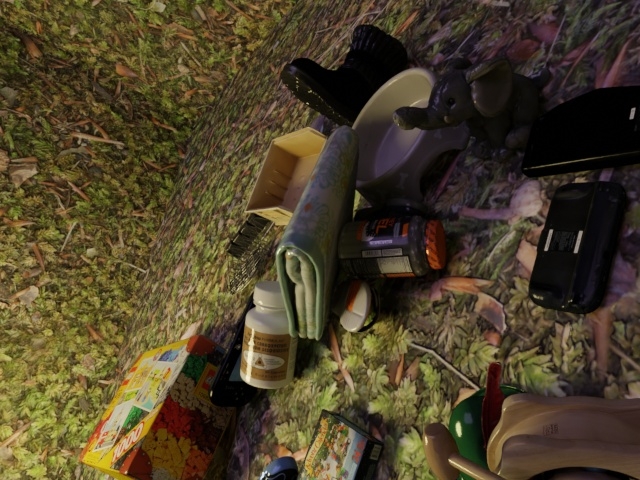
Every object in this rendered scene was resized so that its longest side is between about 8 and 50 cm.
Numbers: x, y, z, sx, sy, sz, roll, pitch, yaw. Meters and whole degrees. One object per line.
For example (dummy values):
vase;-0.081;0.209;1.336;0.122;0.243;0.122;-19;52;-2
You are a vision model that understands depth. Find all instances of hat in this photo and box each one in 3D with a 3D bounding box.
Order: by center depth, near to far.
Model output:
hat;0.190;0.253;0.661;0.173;0.183;0.209;18;83;61

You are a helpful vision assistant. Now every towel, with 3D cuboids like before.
towel;0.000;0.000;1.032;0.375;0.090;0.321;92;-167;-54

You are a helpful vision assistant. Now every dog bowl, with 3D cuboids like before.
dog bowl;0.185;-0.241;1.143;0.348;0.102;0.349;-39;37;38

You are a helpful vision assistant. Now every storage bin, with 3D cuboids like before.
storage bin;-0.089;-0.189;1.521;0.260;0.123;0.262;1;68;59

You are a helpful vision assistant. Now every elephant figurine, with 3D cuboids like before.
elephant figurine;0.271;-0.255;0.870;0.169;0.239;0.186;-25;47;49

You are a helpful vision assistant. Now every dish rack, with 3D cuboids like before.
dish rack;-0.240;0.049;1.636;0.208;0.074;0.272;-50;34;26

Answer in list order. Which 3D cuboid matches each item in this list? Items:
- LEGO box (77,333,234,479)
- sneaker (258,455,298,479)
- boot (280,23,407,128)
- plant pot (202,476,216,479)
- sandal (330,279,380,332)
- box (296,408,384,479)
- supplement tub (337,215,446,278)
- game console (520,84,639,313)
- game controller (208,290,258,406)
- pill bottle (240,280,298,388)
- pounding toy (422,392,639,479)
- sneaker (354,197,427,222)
LEGO box;-0.462;0.509;1.431;0.500;0.193;0.373;-25;34;48
sneaker;-0.101;0.558;1.009;0.232;0.081;0.090;-64;31;14
boot;0.067;-0.447;1.260;0.131;0.348;0.260;26;94;41
plant pot;-0.277;0.644;1.222;0.081;0.081;0.083;-4;57;57
sandal;0.086;0.136;1.045;0.265;0.076;0.102;-163;96;-82
box;0.019;0.459;0.919;0.159;0.044;0.233;5;71;59
supplement tub;0.139;0.014;0.949;0.190;0.117;0.117;-5;59;26
game console;0.389;-0.069;0.741;0.213;0.044;0.362;0;67;60
game controller;-0.176;0.275;1.260;0.067;0.166;0.319;21;86;27
pill bottle;-0.116;0.220;1.167;0.131;0.131;0.229;25;111;61
pounding toy;0.248;0.267;0.506;0.269;0.154;0.155;-5;22;23
sneaker;0.140;-0.016;1.057;0.227;0.087;0.130;-15;57;57
